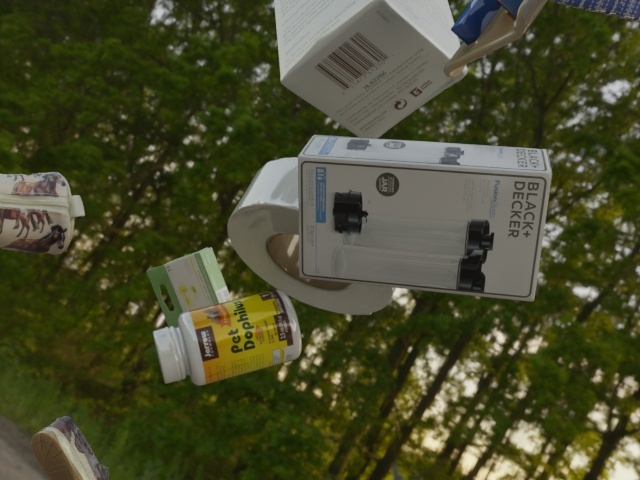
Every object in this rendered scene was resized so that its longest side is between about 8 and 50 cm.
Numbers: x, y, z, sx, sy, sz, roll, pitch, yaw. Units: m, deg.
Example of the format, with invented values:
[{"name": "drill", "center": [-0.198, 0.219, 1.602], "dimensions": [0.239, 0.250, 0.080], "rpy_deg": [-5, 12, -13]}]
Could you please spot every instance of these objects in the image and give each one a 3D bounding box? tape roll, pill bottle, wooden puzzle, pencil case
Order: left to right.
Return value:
[{"name": "pencil case", "center": [-0.651, -0.062, 1.297], "dimensions": [0.410, 0.159, 0.183], "rpy_deg": [4, -5, -38]}, {"name": "pill bottle", "center": [-0.146, 0.155, 1.129], "dimensions": [0.117, 0.215, 0.117], "rpy_deg": [167, -90, -74]}, {"name": "tape roll", "center": [0.000, 0.000, 1.150], "dimensions": [0.286, 0.100, 0.286], "rpy_deg": [19, -31, 12]}, {"name": "wooden puzzle", "center": [0.359, -0.472, 1.313], "dimensions": [0.080, 0.322, 0.348], "rpy_deg": [37, -7, -7]}]

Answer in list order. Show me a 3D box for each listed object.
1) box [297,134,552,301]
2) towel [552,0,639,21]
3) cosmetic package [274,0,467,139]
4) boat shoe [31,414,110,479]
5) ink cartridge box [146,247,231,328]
[{"name": "box", "center": [0.122, -0.031, 0.881], "dimensions": [0.290, 0.169, 0.087], "rpy_deg": [6, 25, 10]}, {"name": "towel", "center": [0.473, -0.447, 1.049], "dimensions": [0.336, 0.243, 0.040], "rpy_deg": [-3, 30, -34]}, {"name": "cosmetic package", "center": [0.112, -0.534, 1.798], "dimensions": [0.329, 0.393, 0.327], "rpy_deg": [-32, -43, 33]}, {"name": "boat shoe", "center": [-0.457, 0.472, 1.416], "dimensions": [0.103, 0.092, 0.285], "rpy_deg": [-18, -74, 30]}, {"name": "ink cartridge box", "center": [-0.330, 0.128, 1.751], "dimensions": [0.235, 0.056, 0.171], "rpy_deg": [-18, -85, 32]}]
